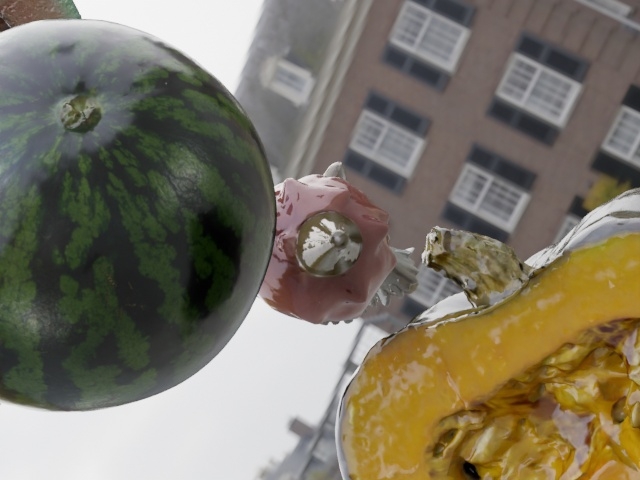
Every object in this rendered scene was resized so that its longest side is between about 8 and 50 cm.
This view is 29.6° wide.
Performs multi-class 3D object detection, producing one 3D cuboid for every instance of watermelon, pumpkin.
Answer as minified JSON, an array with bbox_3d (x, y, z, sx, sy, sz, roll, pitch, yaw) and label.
[{"bbox_3d":[-0.308,-0.235,1.363,0.080,0.155,0.101,-47,-7,-30],"label":"watermelon"},{"bbox_3d":[-0.175,-0.018,0.884,0.285,0.285,0.285,-55,-16,-23],"label":"watermelon"},{"bbox_3d":[0.170,0.072,0.837,0.325,0.242,0.232,-31,3,28],"label":"pumpkin"}]

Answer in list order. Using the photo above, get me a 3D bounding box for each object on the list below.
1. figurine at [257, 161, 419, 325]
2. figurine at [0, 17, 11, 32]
[{"bbox_3d":[0.000,0.000,1.208,0.387,0.207,0.166,50,-124,-82],"label":"figurine"},{"bbox_3d":[-0.442,-0.297,1.858,0.276,0.388,0.248,-11,-27,-49],"label":"figurine"}]
